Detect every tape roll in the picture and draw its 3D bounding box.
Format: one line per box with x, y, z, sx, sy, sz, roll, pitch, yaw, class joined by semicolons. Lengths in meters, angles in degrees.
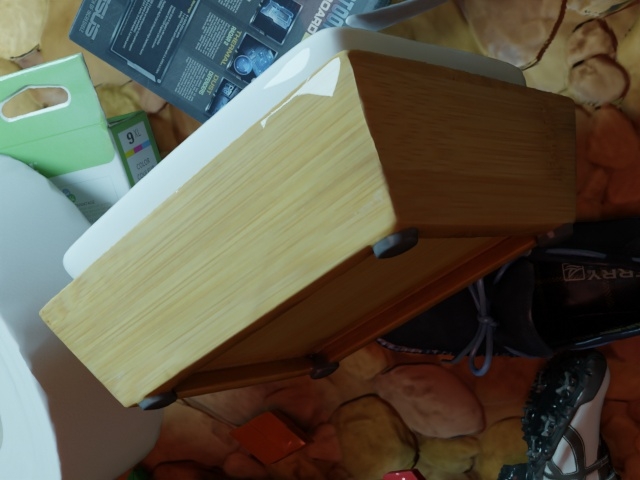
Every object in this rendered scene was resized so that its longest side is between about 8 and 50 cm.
-0.253;0.079;0.761;0.286;0.100;0.286;23;128;32;tape roll

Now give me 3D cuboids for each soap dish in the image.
0.000;0.000;0.618;0.291;0.229;0.118;-35;68;36;soap dish

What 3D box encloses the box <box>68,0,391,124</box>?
-0.043;-0.190;0.669;0.183;0.059;0.232;32;116;2;box

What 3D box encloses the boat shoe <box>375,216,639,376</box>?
0.146;0.032;0.686;0.258;0.089;0.109;-17;105;22;boat shoe

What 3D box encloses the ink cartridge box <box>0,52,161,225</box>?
-0.180;-0.038;0.770;0.109;0.062;0.209;-10;108;21;ink cartridge box

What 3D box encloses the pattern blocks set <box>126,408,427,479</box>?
-0.038;0.287;0.826;0.325;0.026;0.285;11;93;27;pattern blocks set

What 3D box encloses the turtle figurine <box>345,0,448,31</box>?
0.155;-0.198;0.513;0.266;0.274;0.198;12;124;0;turtle figurine

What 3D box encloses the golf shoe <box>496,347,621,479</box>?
0.194;0.163;0.742;0.094;0.077;0.198;12;122;0;golf shoe
